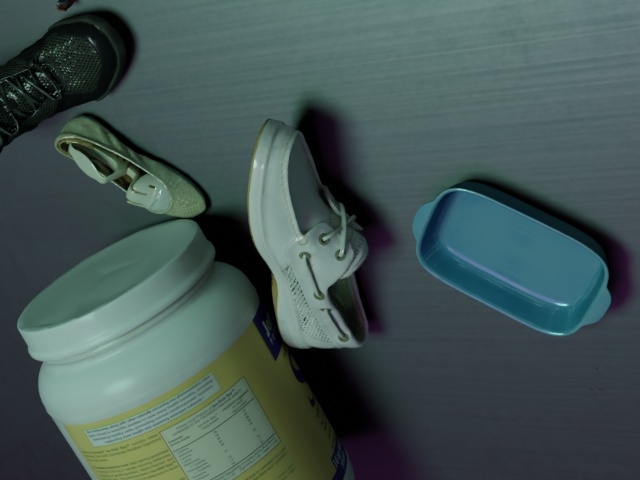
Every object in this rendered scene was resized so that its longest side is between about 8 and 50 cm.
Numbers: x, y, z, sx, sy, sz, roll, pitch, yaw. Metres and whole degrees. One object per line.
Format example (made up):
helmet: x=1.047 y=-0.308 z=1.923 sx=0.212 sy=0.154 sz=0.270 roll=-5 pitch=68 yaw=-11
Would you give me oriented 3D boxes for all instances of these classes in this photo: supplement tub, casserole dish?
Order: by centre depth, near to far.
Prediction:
casserole dish: x=0.174 y=0.012 z=1.065 sx=0.188 sy=0.037 sz=0.114 roll=28 pitch=134 yaw=9
supplement tub: x=-0.136 y=0.170 z=1.216 sx=0.241 sy=0.241 sz=0.331 roll=-13 pitch=113 yaw=36

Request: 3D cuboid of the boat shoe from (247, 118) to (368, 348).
boat shoe: x=0.000 y=0.000 z=1.119 sx=0.096 sy=0.098 sz=0.277 roll=7 pitch=139 yaw=19

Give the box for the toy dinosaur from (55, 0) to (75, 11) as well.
toy dinosaur: x=-0.228 y=-0.247 z=1.095 sx=0.090 sy=0.047 sz=0.082 roll=4 pitch=145 yaw=15

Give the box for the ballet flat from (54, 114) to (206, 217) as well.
ballet flat: x=-0.197 y=-0.064 z=1.207 sx=0.168 sy=0.052 sz=0.057 roll=33 pitch=134 yaw=3

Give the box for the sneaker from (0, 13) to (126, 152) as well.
sneaker: x=-0.288 y=-0.138 z=1.151 sx=0.228 sy=0.130 sz=0.087 roll=-16 pitch=117 yaw=35
